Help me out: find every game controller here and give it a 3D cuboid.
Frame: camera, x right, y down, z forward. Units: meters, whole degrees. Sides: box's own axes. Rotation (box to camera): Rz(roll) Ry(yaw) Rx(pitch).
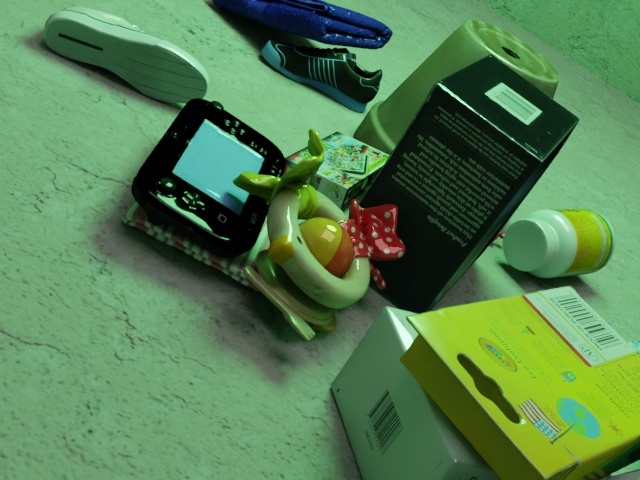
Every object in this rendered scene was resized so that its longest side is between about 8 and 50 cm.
[{"bbox_3d":[-0.137,-0.089,1.269,0.166,0.067,0.319,25,30,-6],"label":"game controller"}]

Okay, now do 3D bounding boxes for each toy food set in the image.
[{"bbox_3d":[-0.032,0.065,1.186,0.132,0.038,0.192,46,21,6],"label":"toy food set"}]

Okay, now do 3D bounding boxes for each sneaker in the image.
[{"bbox_3d":[-0.287,-0.296,1.475,0.258,0.094,0.091,24,34,-12],"label":"sneaker"},{"bbox_3d":[0.007,-0.335,1.827,0.232,0.090,0.081,26,29,-11],"label":"sneaker"}]

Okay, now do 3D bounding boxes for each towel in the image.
[{"bbox_3d":[-0.034,-0.454,1.900,0.308,0.076,0.228,27,23,34],"label":"towel"},{"bbox_3d":[-0.146,-0.013,1.238,0.197,0.029,0.144,27,28,-2],"label":"towel"}]

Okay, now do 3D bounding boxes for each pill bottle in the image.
[{"bbox_3d":[0.404,0.004,1.645,0.208,0.117,0.117,-3,43,-45],"label":"pill bottle"}]

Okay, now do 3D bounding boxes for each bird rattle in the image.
[{"bbox_3d":[0.000,0.000,1.205,0.253,0.143,0.207,49,30,-32],"label":"bird rattle"}]

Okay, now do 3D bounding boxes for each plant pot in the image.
[{"bbox_3d":[0.261,-0.218,1.693,0.323,0.280,0.323,23,30,-14],"label":"plant pot"}]

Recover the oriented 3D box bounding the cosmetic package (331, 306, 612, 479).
[{"bbox_3d":[0.163,0.212,1.062,0.225,0.138,0.224,16,32,-29],"label":"cosmetic package"}]

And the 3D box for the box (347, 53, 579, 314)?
[{"bbox_3d":[0.201,-0.085,1.403,0.183,0.294,0.296,39,29,9],"label":"box"}]

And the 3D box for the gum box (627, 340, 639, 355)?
[{"bbox_3d":[0.542,0.234,1.494,0.157,0.041,0.184,0,42,-44],"label":"gum box"}]

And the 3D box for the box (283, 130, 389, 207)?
[{"bbox_3d":[0.029,-0.117,1.539,0.114,0.036,0.207,27,27,14],"label":"box"}]

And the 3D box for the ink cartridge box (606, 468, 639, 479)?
[{"bbox_3d":[0.306,0.389,0.828,0.307,0.072,0.303,-18,85,-64],"label":"ink cartridge box"}]

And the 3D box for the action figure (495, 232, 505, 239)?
[{"bbox_3d":[0.273,-0.014,1.634,0.115,0.038,0.030,7,14,-35],"label":"action figure"}]

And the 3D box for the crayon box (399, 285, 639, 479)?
[{"bbox_3d":[0.222,0.152,0.983,0.318,0.081,0.202,-3,44,-47],"label":"crayon box"}]
